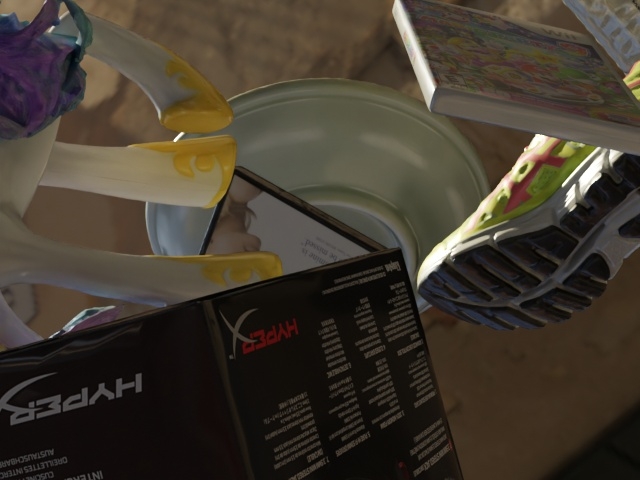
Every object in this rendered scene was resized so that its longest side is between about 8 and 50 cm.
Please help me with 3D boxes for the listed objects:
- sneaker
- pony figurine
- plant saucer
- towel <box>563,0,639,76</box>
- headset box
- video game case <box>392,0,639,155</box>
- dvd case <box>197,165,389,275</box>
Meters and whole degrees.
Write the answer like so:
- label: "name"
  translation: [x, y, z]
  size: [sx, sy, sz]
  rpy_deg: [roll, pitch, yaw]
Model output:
- label: "sneaker"
  translation: [0.135, -0.025, 0.890]
  size: [0.081, 0.208, 0.094]
  rpy_deg: [31, -138, -29]
- label: "pony figurine"
  translation: [-0.206, -0.002, 0.872]
  size: [0.363, 0.303, 0.351]
  rpy_deg: [22, -123, -27]
- label: "plant saucer"
  translation: [0.000, 0.000, 1.833]
  size: [0.400, 0.400, 0.100]
  rpy_deg: [32, -145, -29]
- label: "towel"
  translation: [0.313, -0.321, 1.370]
  size: [0.324, 0.312, 0.056]
  rpy_deg: [47, -160, -26]
- label: "headset box"
  translation: [-0.009, 0.162, 0.585]
  size: [0.218, 0.110, 0.293]
  rpy_deg: [-15, -91, -71]
- label: "video game case"
  translation: [0.077, -0.066, 0.624]
  size: [0.087, 0.011, 0.122]
  rpy_deg: [11, -157, -9]
- label: "dvd case"
  translation: [-0.050, 0.078, 1.533]
  size: [0.180, 0.253, 0.022]
  rpy_deg: [29, -155, 18]
